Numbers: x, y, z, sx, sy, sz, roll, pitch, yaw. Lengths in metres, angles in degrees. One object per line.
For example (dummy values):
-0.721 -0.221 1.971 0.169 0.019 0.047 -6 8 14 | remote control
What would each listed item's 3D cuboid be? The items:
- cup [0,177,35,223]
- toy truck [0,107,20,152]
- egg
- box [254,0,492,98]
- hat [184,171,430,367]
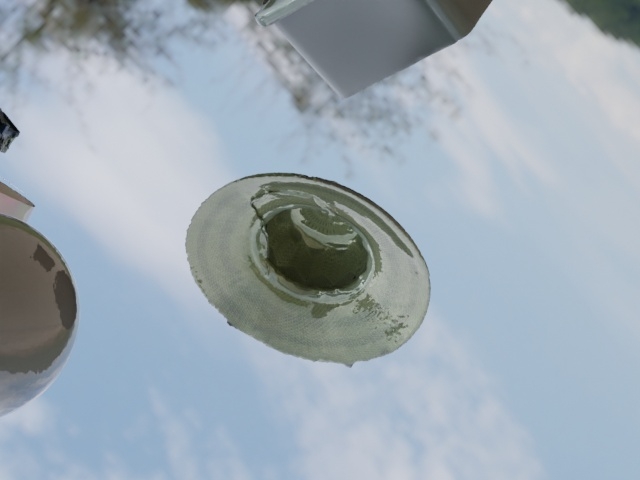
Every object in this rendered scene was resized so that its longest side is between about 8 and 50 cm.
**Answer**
-0.509 0.023 2.191 0.253 0.274 0.253 29 180 0 | cup
-0.407 -0.130 1.794 0.201 0.088 0.074 9 -148 -47 | toy truck
-0.289 0.061 1.449 0.176 0.176 0.232 47 -175 -2 | egg
0.069 -0.259 1.823 0.135 0.243 0.163 51 -136 -17 | box
0.000 0.000 1.729 0.252 0.252 0.110 42 -139 -20 | hat
